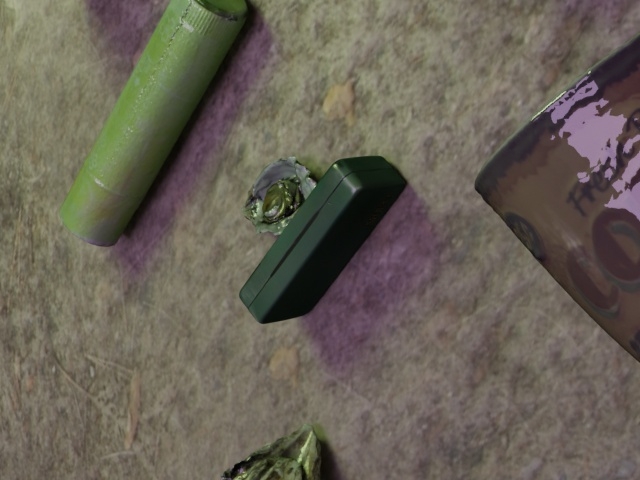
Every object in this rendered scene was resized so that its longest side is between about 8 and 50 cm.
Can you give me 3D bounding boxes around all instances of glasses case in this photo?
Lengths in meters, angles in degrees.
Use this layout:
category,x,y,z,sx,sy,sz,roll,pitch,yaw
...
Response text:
category,x,y,z,sx,sy,sz,roll,pitch,yaw
glasses case,0.000,0.000,1.768,0.039,0.078,0.184,51,123,23

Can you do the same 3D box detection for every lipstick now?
category,x,y,z,sx,sy,sz,roll,pitch,yaw
lipstick,-0.169,-0.129,1.899,0.076,0.076,0.304,48,122,25

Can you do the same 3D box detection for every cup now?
category,x,y,z,sx,sy,sz,roll,pitch,yaw
cup,0.299,-0.030,1.293,0.301,0.227,0.257,-38,82,4

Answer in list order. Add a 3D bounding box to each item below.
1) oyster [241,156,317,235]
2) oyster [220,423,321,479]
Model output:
category,x,y,z,sx,sy,sz,roll,pitch,yaw
oyster,-0.034,-0.033,1.809,0.098,0.037,0.100,-52,33,22
oyster,-0.060,0.347,1.827,0.162,0.158,0.351,12,97,-5
